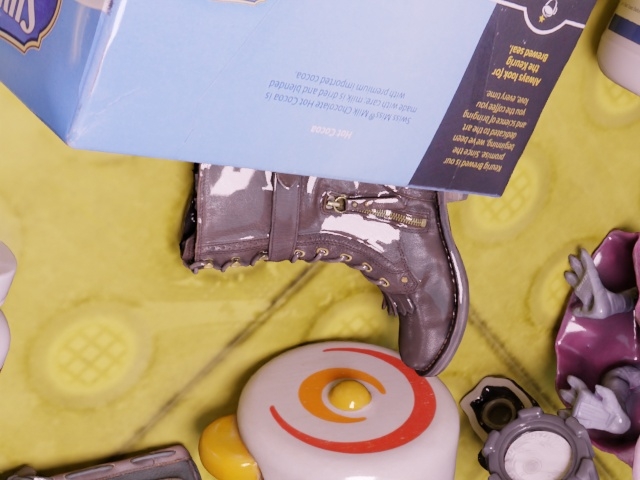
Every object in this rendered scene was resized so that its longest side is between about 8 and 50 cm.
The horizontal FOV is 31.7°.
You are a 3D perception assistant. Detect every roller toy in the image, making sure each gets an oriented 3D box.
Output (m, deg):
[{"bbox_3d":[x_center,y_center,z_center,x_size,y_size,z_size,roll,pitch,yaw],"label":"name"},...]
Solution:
[{"bbox_3d":[0.020,0.182,0.976,0.191,0.209,0.146,-42,142,-50],"label":"roller toy"}]

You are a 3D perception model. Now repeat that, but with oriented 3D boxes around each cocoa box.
[{"bbox_3d":[-0.022,-0.182,0.673,0.347,0.231,0.228,3,117,-44],"label":"cocoa box"}]

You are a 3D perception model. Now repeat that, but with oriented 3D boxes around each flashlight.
[{"bbox_3d":[0.234,0.278,1.100,0.103,0.103,0.304,-62,146,-30],"label":"flashlight"}]

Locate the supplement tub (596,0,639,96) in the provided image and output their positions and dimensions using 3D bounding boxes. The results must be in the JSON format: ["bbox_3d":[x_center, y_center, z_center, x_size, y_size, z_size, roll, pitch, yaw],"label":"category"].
[{"bbox_3d":[0.398,-0.239,0.916,0.235,0.235,0.325,12,111,-35],"label":"supplement tub"}]

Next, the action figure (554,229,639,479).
[{"bbox_3d":[0.423,0.121,1.141,0.370,0.276,0.248,16,103,-22],"label":"action figure"}]

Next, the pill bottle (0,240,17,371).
[{"bbox_3d":[-0.290,0.096,0.784,0.121,0.121,0.216,13,110,-35],"label":"pill bottle"}]

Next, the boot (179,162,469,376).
[{"bbox_3d":[0.000,0.000,0.912,0.228,0.091,0.263,-7,111,-13],"label":"boot"}]

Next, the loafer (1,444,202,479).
[{"bbox_3d":[-0.225,0.225,0.942,0.267,0.084,0.096,0,148,-27],"label":"loafer"}]

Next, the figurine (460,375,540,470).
[{"bbox_3d":[0.169,0.277,1.194,0.215,0.092,0.209,-40,134,-3],"label":"figurine"}]
